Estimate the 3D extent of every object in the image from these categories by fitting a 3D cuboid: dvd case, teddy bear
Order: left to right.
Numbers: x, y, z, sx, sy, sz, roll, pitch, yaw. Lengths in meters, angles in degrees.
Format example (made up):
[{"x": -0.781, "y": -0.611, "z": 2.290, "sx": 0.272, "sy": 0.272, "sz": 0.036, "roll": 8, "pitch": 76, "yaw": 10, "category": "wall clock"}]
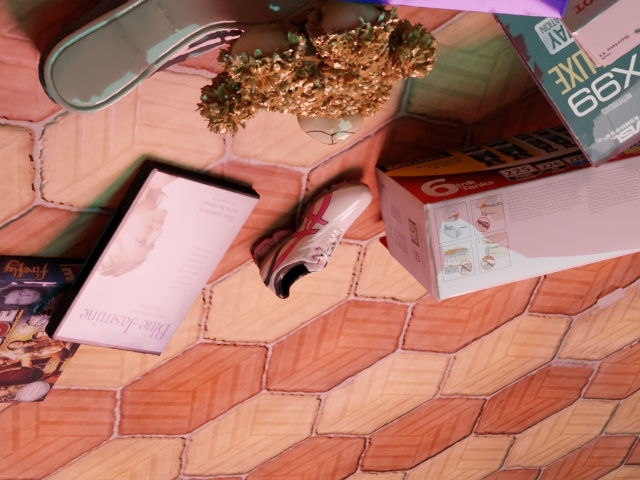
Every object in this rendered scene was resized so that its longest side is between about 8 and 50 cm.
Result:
[{"x": -0.201, "y": 0.027, "z": 1.784, "sx": 0.180, "sy": 0.022, "sz": 0.253, "roll": 14, "pitch": 116, "yaw": -47, "category": "dvd case"}, {"x": 0.000, "y": -0.165, "z": 1.499, "sx": 0.245, "sy": 0.113, "sz": 0.338, "roll": -22, "pitch": 176, "yaw": -14, "category": "teddy bear"}]

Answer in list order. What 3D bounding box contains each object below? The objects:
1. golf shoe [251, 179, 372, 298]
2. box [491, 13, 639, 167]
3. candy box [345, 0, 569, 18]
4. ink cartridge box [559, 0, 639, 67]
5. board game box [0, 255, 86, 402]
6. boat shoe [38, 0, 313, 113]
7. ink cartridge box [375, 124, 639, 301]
[{"x": 0.000, "y": 0.000, "z": 1.893, "sx": 0.186, "sy": 0.086, "sz": 0.067, "roll": -41, "pitch": 145, "yaw": 19, "category": "golf shoe"}, {"x": 0.373, "y": -0.265, "z": 1.683, "sx": 0.307, "sy": 0.076, "sz": 0.242, "roll": -33, "pitch": 114, "yaw": 9, "category": "box"}, {"x": 0.089, "y": -0.340, "z": 1.301, "sx": 0.317, "sy": 0.122, "sz": 0.268, "roll": 5, "pitch": 135, "yaw": -8, "category": "candy box"}, {"x": 0.288, "y": -0.307, "z": 1.541, "sx": 0.153, "sy": 0.208, "sz": 0.087, "roll": -36, "pitch": 147, "yaw": 14, "category": "ink cartridge box"}, {"x": -0.371, "y": 0.114, "z": 1.822, "sx": 0.165, "sy": 0.042, "sz": 0.243, "roll": 2, "pitch": 138, "yaw": -39, "category": "board game box"}, {"x": -0.129, "y": -0.236, "z": 1.470, "sx": 0.335, "sy": 0.095, "sz": 0.112, "roll": -29, "pitch": 113, "yaw": -4, "category": "boat shoe"}, {"x": 0.240, "y": -0.054, "z": 1.874, "sx": 0.309, "sy": 0.272, "sz": 0.130, "roll": -13, "pitch": 108, "yaw": -12, "category": "ink cartridge box"}]
